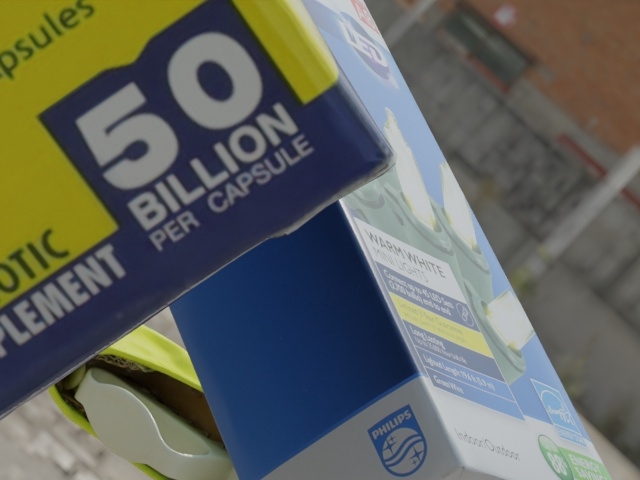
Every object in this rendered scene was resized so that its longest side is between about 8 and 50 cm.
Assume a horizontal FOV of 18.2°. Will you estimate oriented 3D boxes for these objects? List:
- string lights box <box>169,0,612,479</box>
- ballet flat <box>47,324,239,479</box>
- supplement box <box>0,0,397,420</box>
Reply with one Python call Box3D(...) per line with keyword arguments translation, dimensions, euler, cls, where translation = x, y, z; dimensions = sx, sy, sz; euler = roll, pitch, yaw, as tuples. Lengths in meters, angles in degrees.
Box3D(translation=(0.000, 0.000, 0.714), dimensions=(0.133, 0.077, 0.259), euler=(25, 35, -55), cls="string lights box")
Box3D(translation=(-0.043, 0.115, 0.981), dimensions=(0.231, 0.077, 0.077), euler=(32, 11, 19), cls="ballet flat")
Box3D(translation=(-0.167, -0.130, 0.504), dimensions=(0.356, 0.194, 0.195), euler=(54, 4, -19), cls="supplement box")
